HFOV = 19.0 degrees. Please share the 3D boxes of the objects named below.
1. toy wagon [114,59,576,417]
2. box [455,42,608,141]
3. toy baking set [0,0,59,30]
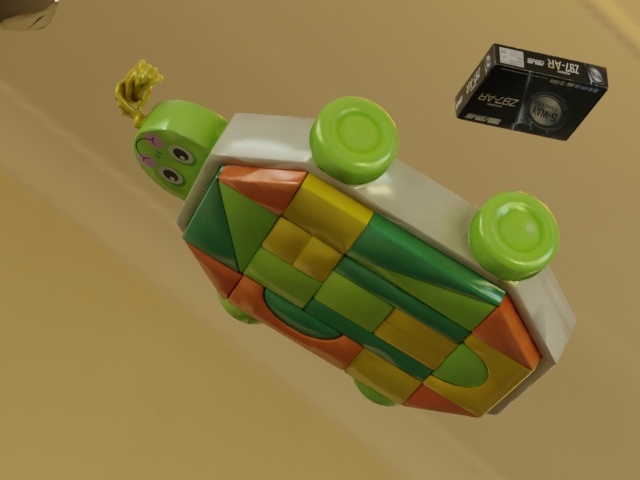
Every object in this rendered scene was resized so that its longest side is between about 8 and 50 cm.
[{"bbox_3d":[0.000,0.000,1.301,0.344,0.068,0.267,31,-30,-3],"label":"toy wagon"},{"bbox_3d":[0.140,-0.098,1.276,0.083,0.018,0.067,11,-33,-17],"label":"box"},{"bbox_3d":[-0.186,-0.157,0.835,0.197,0.030,0.256,-23,-24,38],"label":"toy baking set"}]
